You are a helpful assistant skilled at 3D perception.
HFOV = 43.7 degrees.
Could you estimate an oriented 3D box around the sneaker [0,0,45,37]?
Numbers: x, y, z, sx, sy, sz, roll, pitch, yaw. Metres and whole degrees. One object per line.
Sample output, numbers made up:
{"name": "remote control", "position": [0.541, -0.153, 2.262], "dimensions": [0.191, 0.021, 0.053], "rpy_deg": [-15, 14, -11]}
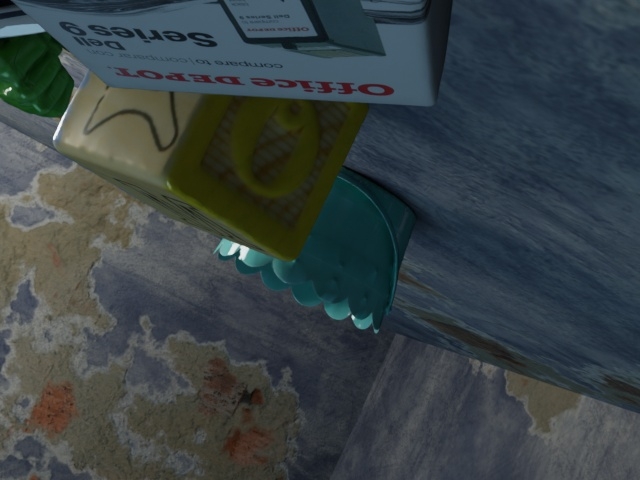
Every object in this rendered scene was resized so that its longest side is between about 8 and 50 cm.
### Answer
{"name": "sneaker", "position": [-0.312, -0.251, 0.734], "dimensions": [0.321, 0.128, 0.126], "rpy_deg": [-2, -157, 15]}

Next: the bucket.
{"name": "bucket", "position": [0.000, 0.000, 1.199], "dimensions": [0.281, 0.183, 0.281], "rpy_deg": [24, 172, 4]}

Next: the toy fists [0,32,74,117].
{"name": "toy fists", "position": [-0.388, -0.256, 0.933], "dimensions": [0.142, 0.096, 0.279], "rpy_deg": [34, 159, 37]}

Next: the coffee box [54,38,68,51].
{"name": "coffee box", "position": [-0.266, -0.246, 0.950], "dimensions": [0.113, 0.040, 0.184], "rpy_deg": [30, 170, -17]}

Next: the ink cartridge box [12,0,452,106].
{"name": "ink cartridge box", "position": [-0.049, -0.166, 0.340], "dimensions": [0.211, 0.122, 0.289], "rpy_deg": [6, 170, 13]}

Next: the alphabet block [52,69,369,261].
{"name": "alphabet block", "position": [-0.106, -0.115, 0.789], "dimensions": [0.197, 0.192, 0.193], "rpy_deg": [20, 172, 41]}
